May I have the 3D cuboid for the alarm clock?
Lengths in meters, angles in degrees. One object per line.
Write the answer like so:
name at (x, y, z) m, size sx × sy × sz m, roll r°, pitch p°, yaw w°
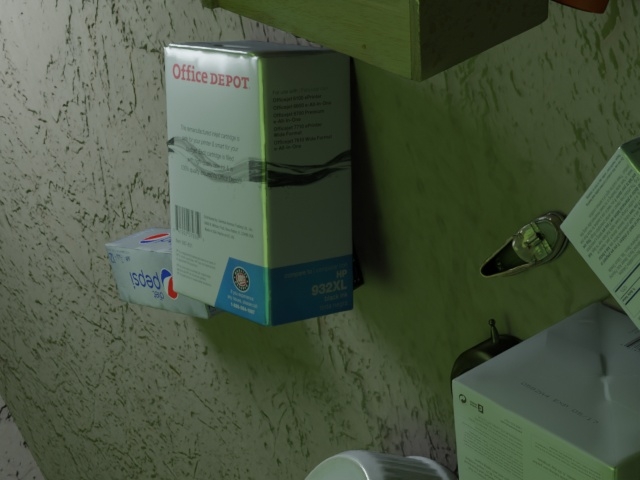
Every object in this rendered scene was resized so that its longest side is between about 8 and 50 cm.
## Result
alarm clock at (0.195, 0.186, 1.505) m, size 0.129 × 0.064 × 0.192 m, roll 46°, pitch 147°, yaw 31°

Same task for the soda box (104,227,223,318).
soda box at (-0.206, 0.044, 2.011) m, size 0.286 × 0.091 × 0.098 m, roll 4°, pitch 113°, yaw 57°

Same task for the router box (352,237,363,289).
router box at (0.000, 0.000, 1.704) m, size 0.092 × 0.038 × 0.123 m, roll 11°, pitch 119°, yaw 55°

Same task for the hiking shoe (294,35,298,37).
hiking shoe at (-0.020, -0.302, 1.478) m, size 0.227 × 0.086 × 0.114 m, roll 48°, pitch 149°, yaw 31°

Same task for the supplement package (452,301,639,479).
supplement package at (0.266, 0.237, 1.284) m, size 0.199 × 0.198 × 0.263 m, roll 27°, pitch 131°, yaw 47°

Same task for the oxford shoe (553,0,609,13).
oxford shoe at (0.165, -0.290, 1.212) m, size 0.271 × 0.096 × 0.098 m, roll 37°, pitch 115°, yaw 39°

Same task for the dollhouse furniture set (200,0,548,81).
dollhouse furniture set at (0.034, -0.359, 1.054) m, size 0.256 × 0.362 × 0.394 m, roll 26°, pitch 133°, yaw 40°

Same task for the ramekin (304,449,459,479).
ramekin at (0.052, 0.377, 1.658) m, size 0.273 × 0.127 × 0.273 m, roll -42°, pitch 35°, yaw 41°

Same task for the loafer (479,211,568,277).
loafer at (0.204, 0.011, 1.385) m, size 0.045 × 0.039 × 0.125 m, roll 62°, pitch 150°, yaw 9°

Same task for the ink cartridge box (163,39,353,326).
ink cartridge box at (-0.074, -0.077, 1.622) m, size 0.223 × 0.129 × 0.308 m, roll 16°, pitch 111°, yaw 54°

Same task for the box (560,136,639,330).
box at (0.296, -0.006, 1.193) m, size 0.137 × 0.072 × 0.126 m, roll 55°, pitch 148°, yaw 20°
